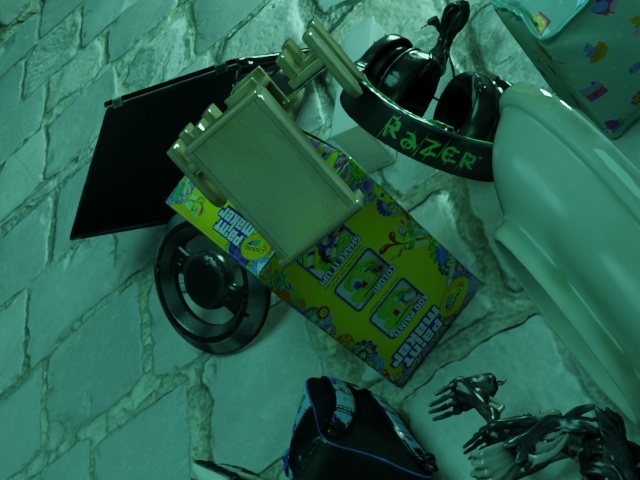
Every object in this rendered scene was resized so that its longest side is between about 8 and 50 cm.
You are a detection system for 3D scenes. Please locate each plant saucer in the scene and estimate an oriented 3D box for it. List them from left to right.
[{"bbox_3d":[0.252,0.051,0.898,0.100,0.400,0.400,-37,36,4],"label":"plant saucer"}]

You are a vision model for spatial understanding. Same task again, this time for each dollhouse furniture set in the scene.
[{"bbox_3d":[-0.041,-0.102,1.153,0.212,0.161,0.242,-38,15,17],"label":"dollhouse furniture set"}]

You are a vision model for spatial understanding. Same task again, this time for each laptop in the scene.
[{"bbox_3d":[-0.205,-0.177,1.842,0.381,0.237,0.407,-7,9,44],"label":"laptop"}]

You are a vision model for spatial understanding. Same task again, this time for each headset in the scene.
[{"bbox_3d":[0.163,-0.207,1.383,0.394,0.243,0.185,-75,8,-68],"label":"headset"}]

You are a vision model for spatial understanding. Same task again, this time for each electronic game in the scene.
[{"bbox_3d":[-0.167,0.059,1.570,0.229,0.048,0.229,7,101,35],"label":"electronic game"}]

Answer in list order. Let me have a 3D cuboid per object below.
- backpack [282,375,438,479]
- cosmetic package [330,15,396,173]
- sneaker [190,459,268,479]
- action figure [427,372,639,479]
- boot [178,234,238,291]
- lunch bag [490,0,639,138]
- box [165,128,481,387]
[{"bbox_3d":[0.033,0.238,1.199,0.117,0.158,0.173,-63,19,14],"label":"backpack"},{"bbox_3d":[0.078,-0.230,1.616,0.060,0.099,0.239,-22,44,35],"label":"cosmetic package"},{"bbox_3d":[-0.079,0.355,1.283,0.275,0.107,0.110,8,84,56],"label":"sneaker"},{"bbox_3d":[0.220,0.223,1.003,0.141,0.164,0.275,-38,22,-16],"label":"action figure"},{"bbox_3d":[-0.207,-0.001,1.700,0.258,0.123,0.095,-24,43,33],"label":"boot"},{"bbox_3d":[0.368,-0.297,1.246,0.262,0.223,0.160,-45,43,7],"label":"lunch bag"},{"bbox_3d":[0.000,0.000,1.336,0.177,0.279,0.290,-52,34,-3],"label":"box"}]
